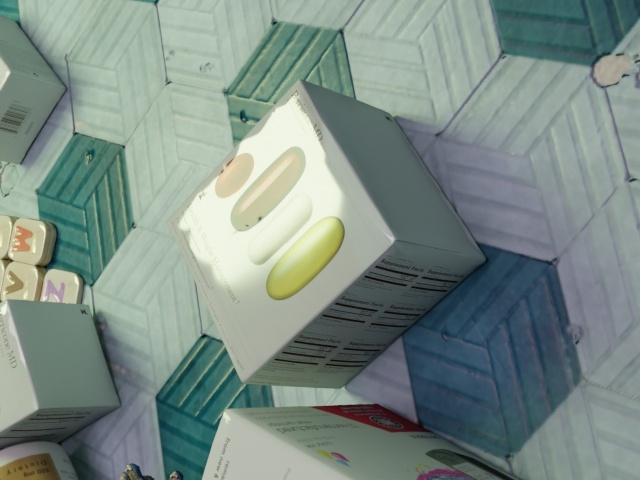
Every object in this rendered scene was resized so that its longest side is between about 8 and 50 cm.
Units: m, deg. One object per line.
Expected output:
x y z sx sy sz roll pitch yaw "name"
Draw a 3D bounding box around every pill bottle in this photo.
-0.301 0.348 1.197 0.131 0.131 0.229 -47 58 22 "pill bottle"

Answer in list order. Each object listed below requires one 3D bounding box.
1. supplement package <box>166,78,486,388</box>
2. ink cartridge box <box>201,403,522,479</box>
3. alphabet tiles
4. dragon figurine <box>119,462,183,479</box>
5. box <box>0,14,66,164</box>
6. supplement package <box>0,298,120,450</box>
0.000 0.000 1.013 0.203 0.149 0.194 -44 58 24 "supplement package"
0.080 0.244 0.860 0.306 0.226 0.131 20 96 37 "ink cartridge box"
-0.411 0.109 1.396 0.278 0.021 0.284 9 88 39 "alphabet tiles"
-0.167 0.378 1.117 0.085 0.144 0.289 -9 96 35 "dragon figurine"
-0.432 -0.206 1.423 0.130 0.091 0.170 -52 56 19 "box"
-0.378 0.181 1.268 0.244 0.134 0.139 -31 69 25 "supplement package"
